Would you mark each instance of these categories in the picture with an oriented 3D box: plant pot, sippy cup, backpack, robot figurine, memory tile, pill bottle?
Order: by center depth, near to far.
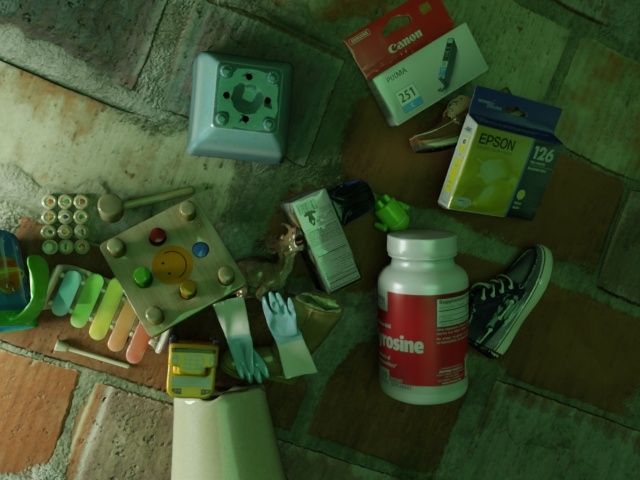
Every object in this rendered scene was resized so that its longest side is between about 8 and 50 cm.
[{"bbox_3d":[-0.766,0.095,1.475,0.305,0.240,0.224,-5,81,-18],"label":"sippy cup"},{"bbox_3d":[-0.180,-0.318,1.537,0.247,0.252,0.247,5,93,-12],"label":"plant pot"},{"bbox_3d":[-0.227,0.510,1.578,0.333,0.334,0.306,-6,85,-11],"label":"plant pot"},{"bbox_3d":[-0.618,-0.039,1.594,0.113,0.012,0.148,1,95,-11],"label":"memory tile"},{"bbox_3d":[0.258,0.184,1.660,0.229,0.229,0.408,-4,99,-11],"label":"pill bottle"},{"bbox_3d":[0.071,-0.104,1.679,0.120,0.101,0.098,-27,105,-17],"label":"backpack"},{"bbox_3d":[0.188,-0.067,1.722,0.101,0.067,0.115,-44,101,-17],"label":"robot figurine"}]

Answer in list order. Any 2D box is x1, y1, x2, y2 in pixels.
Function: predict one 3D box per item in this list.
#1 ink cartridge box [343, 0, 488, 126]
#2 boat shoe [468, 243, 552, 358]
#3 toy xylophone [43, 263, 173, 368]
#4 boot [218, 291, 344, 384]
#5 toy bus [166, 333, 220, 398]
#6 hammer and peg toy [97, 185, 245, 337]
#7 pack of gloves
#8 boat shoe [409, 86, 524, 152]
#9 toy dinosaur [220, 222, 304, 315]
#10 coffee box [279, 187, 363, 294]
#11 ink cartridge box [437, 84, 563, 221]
[{"bbox_3d":[0.249,-0.482,1.704,0.296,0.066,0.261,-33,101,-7],"label":"ink cartridge box"},{"bbox_3d":[0.482,0.141,1.763,0.158,0.127,0.341,27,89,-19],"label":"boat shoe"},{"bbox_3d":[-0.517,0.191,1.597,0.322,0.081,0.236,15,92,-12],"label":"toy xylophone"},{"bbox_3d":[-0.101,0.231,1.616,0.236,0.089,0.270,11,127,-22],"label":"boot"},{"bbox_3d":[-0.298,0.287,1.517,0.108,0.332,0.130,6,83,-11],"label":"toy bus"},{"bbox_3d":[-0.364,0.009,1.537,0.266,0.127,0.361,-29,79,-15],"label":"hammer and peg toy"},{"bbox_3d":[-0.135,0.239,1.549,0.195,0.046,0.232,-13,107,15],"label":"pack of gloves"},{"bbox_3d":[0.376,-0.318,1.723,0.324,0.122,0.120,-20,93,-17],"label":"boat shoe"},{"bbox_3d":[-0.162,0.080,1.645,0.295,0.127,0.200,-15,87,6],"label":"toy dinosaur"},{"bbox_3d":[0.000,0.000,1.654,0.098,0.141,0.247,-25,100,-12],"label":"coffee box"},{"bbox_3d":[0.479,-0.212,1.689,0.303,0.072,0.307,6,112,-28],"label":"ink cartridge box"}]
